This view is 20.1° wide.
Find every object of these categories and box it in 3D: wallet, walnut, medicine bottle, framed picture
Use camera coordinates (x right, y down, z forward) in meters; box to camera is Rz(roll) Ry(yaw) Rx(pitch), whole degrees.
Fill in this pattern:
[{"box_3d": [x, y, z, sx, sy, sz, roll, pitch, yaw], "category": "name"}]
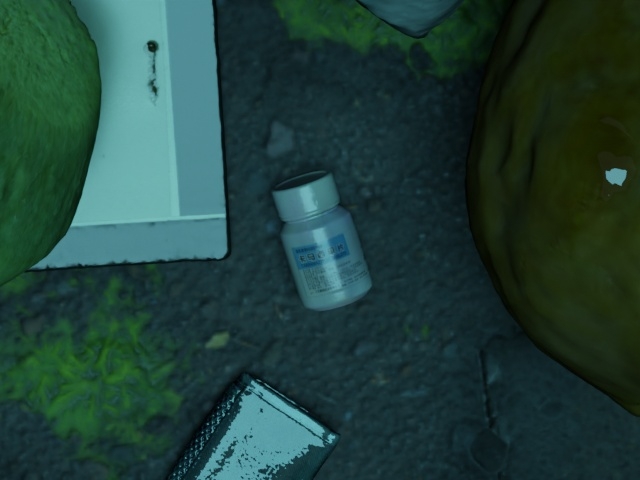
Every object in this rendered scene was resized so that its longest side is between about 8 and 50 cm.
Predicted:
[{"box_3d": [-0.056, 0.165, 1.280, 0.088, 0.026, 0.129, 33, 97, -6], "category": "wallet"}, {"box_3d": [0.278, -0.069, 1.125, 0.354, 0.308, 0.397, 27, 100, 6], "category": "walnut"}, {"box_3d": [0.000, 0.000, 1.241, 0.052, 0.052, 0.089, -18, 101, -1], "category": "medicine bottle"}, {"box_3d": [-0.238, -0.103, 1.220, 0.347, 0.016, 0.265, -5, 101, -3], "category": "framed picture"}]

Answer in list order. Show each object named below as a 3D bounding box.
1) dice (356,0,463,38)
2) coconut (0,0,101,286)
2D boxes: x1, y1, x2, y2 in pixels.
[{"box_3d": [0.031, -0.332, 1.019, 0.328, 0.330, 0.348, 39, 104, -2], "category": "dice"}, {"box_3d": [-0.302, -0.077, 1.075, 0.329, 0.281, 0.328, 1, 135, 1], "category": "coconut"}]
